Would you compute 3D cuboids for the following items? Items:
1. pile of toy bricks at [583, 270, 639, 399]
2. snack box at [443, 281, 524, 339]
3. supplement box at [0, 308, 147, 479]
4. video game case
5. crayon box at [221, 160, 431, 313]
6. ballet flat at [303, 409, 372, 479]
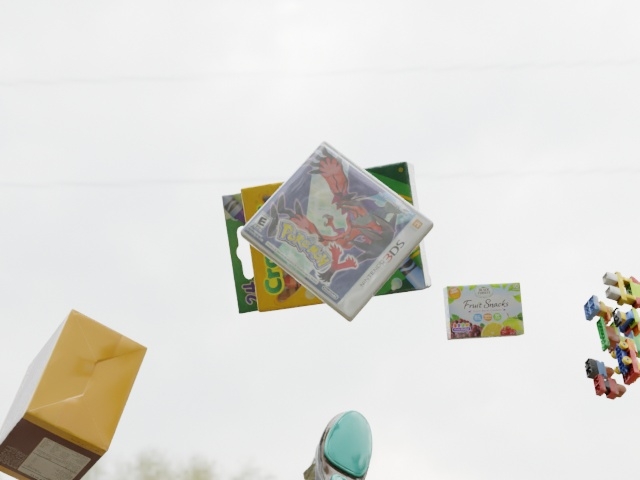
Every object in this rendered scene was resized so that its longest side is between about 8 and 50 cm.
[{"bbox_3d":[0.489,0.162,2.172,0.105,0.212,0.118,17,-48,-16],"label":"pile of toy bricks"},{"bbox_3d":[0.304,0.131,2.557,0.141,0.100,0.037,-3,-9,-9],"label":"snack box"},{"bbox_3d":[-0.375,0.243,2.025,0.129,0.191,0.194,29,-43,-14],"label":"supplement box"},{"bbox_3d":[0.023,-0.016,1.894,0.201,0.183,0.023,38,-15,16],"label":"video game case"},{"bbox_3d":[0.000,0.000,2.185,0.322,0.203,0.083,-9,-1,12],"label":"crayon box"},{"bbox_3d":[0.016,0.371,2.091,0.095,0.280,0.096,38,-61,-15],"label":"ballet flat"}]
